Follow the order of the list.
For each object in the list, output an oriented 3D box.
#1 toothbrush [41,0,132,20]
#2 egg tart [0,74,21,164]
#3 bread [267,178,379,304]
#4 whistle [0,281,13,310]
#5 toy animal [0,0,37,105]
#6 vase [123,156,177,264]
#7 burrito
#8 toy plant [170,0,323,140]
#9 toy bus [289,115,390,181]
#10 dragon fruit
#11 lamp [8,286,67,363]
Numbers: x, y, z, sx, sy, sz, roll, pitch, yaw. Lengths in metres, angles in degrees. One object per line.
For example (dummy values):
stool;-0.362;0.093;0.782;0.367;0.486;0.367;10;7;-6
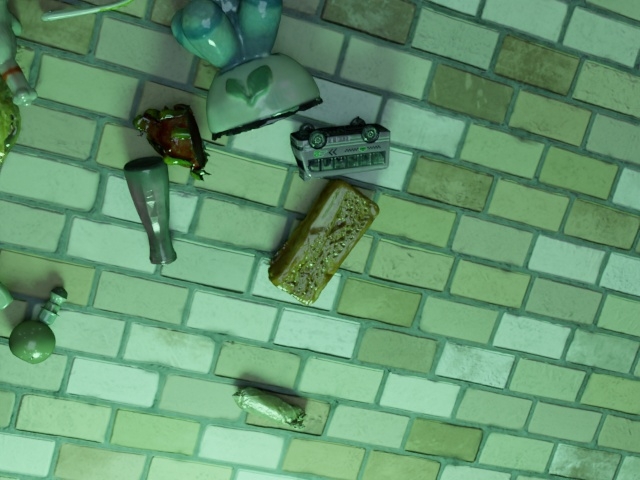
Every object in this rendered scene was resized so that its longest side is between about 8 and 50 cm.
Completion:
toothbrush;-0.400;-0.453;1.670;0.263;0.022;0.026;-13;96;-10
egg tart;-0.700;-0.228;1.624;0.279;0.095;0.278;-4;104;-14
bread;0.000;0.001;1.864;0.139;0.077;0.271;33;94;-16
whistle;-0.700;0.042;1.702;0.110;0.092;0.244;-44;109;0
toy animal;-0.604;-0.371;1.573;0.141;0.138;0.282;-15;101;-17
vase;-0.336;-0.057;1.770;0.086;0.086;0.214;-11;112;-10
burrito;-0.112;0.374;1.961;0.188;0.045;0.058;26;91;-17
toy plant;-0.154;-0.375;1.659;0.247;0.247;0.332;-21;102;-7
toy bus;0.040;-0.189;1.812;0.199;0.096;0.108;-8;112;-14
dragon fruit;-0.281;-0.202;1.727;0.175;0.142;0.138;13;144;14
lamp;-0.565;0.168;1.781;0.091;0.091;0.163;29;82;-19
